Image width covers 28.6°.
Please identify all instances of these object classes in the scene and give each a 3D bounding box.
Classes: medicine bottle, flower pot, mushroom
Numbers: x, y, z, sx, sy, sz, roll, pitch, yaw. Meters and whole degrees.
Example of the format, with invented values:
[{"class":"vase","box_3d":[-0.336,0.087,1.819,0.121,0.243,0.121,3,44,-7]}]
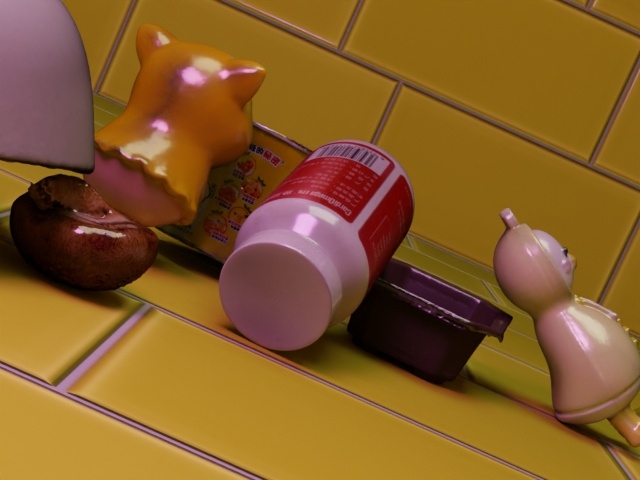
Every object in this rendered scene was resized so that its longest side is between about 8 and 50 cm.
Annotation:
[{"class":"medicine bottle","box_3d":[0.000,0.000,1.186,0.131,0.131,0.250,25,30,8]},{"class":"flower pot","box_3d":[0.110,0.090,1.378,0.179,0.084,0.251,26,7,10]},{"class":"mushroom","box_3d":[-0.190,-0.008,1.022,0.127,0.087,0.127,21,12,-5]}]

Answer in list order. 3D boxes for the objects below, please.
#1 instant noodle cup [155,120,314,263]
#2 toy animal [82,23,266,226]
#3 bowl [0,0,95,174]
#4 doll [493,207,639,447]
[{"class":"instant noodle cup","box_3d":[-0.082,-0.045,1.388,0.205,0.153,0.205,27,0,0]},{"class":"toy animal","box_3d":[-0.159,-0.095,1.236,0.156,0.230,0.156,27,-12,6]},{"class":"bowl","box_3d":[-0.341,-0.169,0.984,0.353,0.185,0.354,9,2,0]},{"class":"doll","box_3d":[0.282,0.093,1.405,0.141,0.117,0.296,-46,112,-80]}]
